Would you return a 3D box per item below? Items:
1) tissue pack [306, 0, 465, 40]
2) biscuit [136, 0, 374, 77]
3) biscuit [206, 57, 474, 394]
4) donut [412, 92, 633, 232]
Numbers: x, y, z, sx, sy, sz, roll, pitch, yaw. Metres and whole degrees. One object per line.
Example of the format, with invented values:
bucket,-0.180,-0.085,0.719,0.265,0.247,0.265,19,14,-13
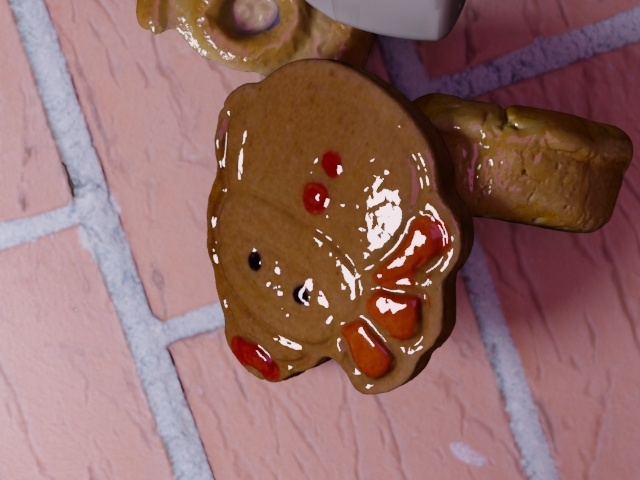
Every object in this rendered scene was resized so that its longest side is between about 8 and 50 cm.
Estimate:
tissue pack,0.078,-0.393,1.163,0.236,0.229,0.333,21,75,9
biscuit,-0.064,-0.289,1.292,0.274,0.091,0.213,18,95,3
biscuit,0.000,0.000,1.236,0.359,0.074,0.381,38,117,28
donut,0.203,-0.084,1.238,0.261,0.208,0.128,10,94,6
